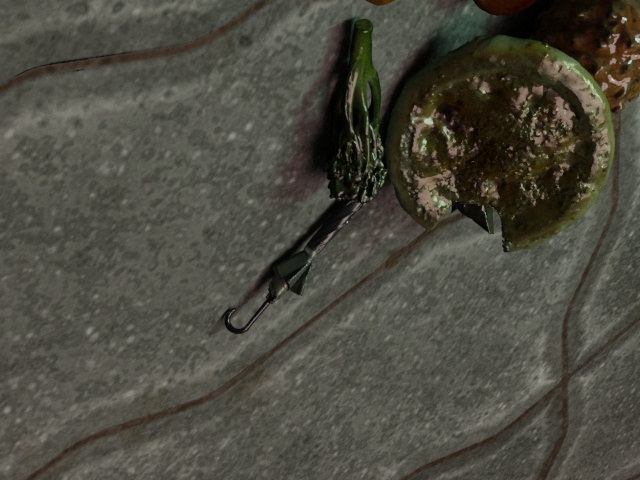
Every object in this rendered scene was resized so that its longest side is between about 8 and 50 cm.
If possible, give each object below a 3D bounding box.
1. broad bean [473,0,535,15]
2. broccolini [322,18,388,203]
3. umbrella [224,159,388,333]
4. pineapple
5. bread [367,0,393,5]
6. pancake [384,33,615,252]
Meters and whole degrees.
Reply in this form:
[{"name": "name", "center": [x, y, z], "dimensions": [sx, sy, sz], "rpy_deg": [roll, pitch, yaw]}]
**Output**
[{"name": "broad bean", "center": [0.211, -0.293, 1.625], "dimensions": [0.165, 0.084, 0.114], "rpy_deg": [-40, 132, -1]}, {"name": "broccolini", "center": [0.031, -0.129, 1.628], "dimensions": [0.091, 0.068, 0.202], "rpy_deg": [-36, 133, -42]}, {"name": "umbrella", "center": [0.004, 0.004, 1.736], "dimensions": [0.269, 0.044, 0.044], "rpy_deg": [-45, 179, -4]}, {"name": "pineapple", "center": [0.247, -0.143, 1.795], "dimensions": [0.310, 0.141, 0.170], "rpy_deg": [-53, 174, 22]}, {"name": "bread", "center": [0.119, -0.309, 1.498], "dimensions": [0.239, 0.074, 0.092], "rpy_deg": [-42, 144, -11]}, {"name": "pancake", "center": [0.188, -0.098, 1.711], "dimensions": [0.254, 0.037, 0.253], "rpy_deg": [0, 122, -1]}]
